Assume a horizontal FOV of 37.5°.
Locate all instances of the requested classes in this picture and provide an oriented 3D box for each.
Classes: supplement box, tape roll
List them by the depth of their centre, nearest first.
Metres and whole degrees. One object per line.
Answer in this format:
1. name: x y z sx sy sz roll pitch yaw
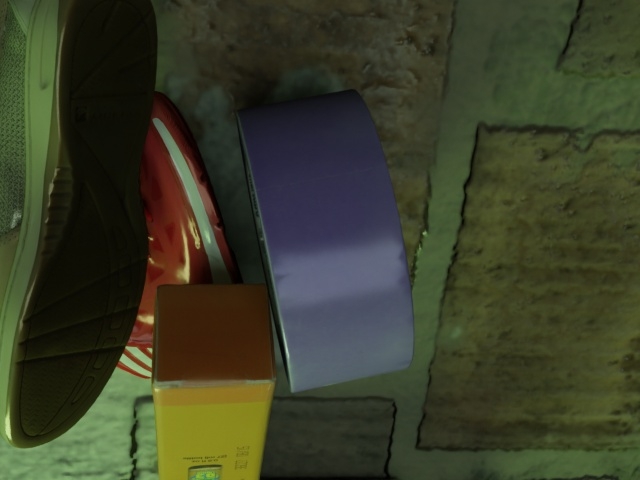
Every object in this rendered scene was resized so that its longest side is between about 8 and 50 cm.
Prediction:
1. tape roll: 0.000 0.000 0.623 0.080 0.189 0.189 -10 116 -5
2. supplement box: -0.079 0.123 0.673 0.078 0.080 0.233 -1 143 -9

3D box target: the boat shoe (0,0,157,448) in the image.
1. boat shoe: -0.177 -0.020 0.592 0.098 0.109 0.302 17 106 28

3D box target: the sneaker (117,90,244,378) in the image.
1. sneaker: -0.127 0.013 0.664 0.128 0.087 0.221 -18 115 -4
